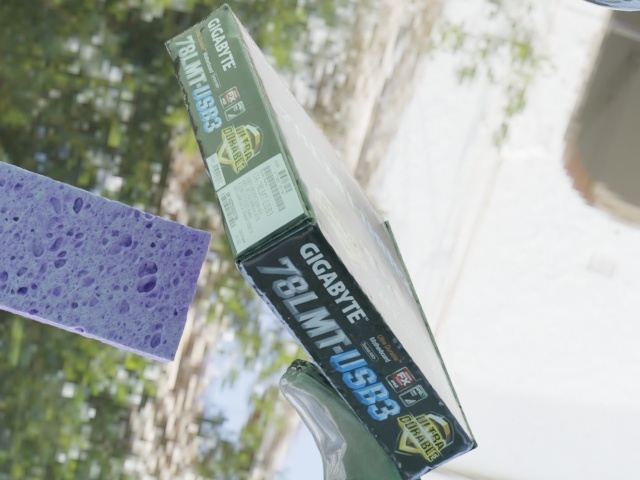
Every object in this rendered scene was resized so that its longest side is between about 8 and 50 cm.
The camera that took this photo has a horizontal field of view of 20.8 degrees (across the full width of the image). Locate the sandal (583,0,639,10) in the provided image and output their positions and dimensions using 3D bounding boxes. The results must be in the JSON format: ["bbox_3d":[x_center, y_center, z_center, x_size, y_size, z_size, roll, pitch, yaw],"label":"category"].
[{"bbox_3d":[0.132,-0.229,0.589,0.120,0.303,0.086,29,-165,37],"label":"sandal"}]

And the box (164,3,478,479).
[{"bbox_3d":[0.000,0.000,1.386,0.073,0.295,0.293,-29,-140,9],"label":"box"}]

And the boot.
[{"bbox_3d":[0.012,0.231,1.435,0.161,0.083,0.246,-40,-94,-14],"label":"boot"}]

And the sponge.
[{"bbox_3d":[-0.207,0.017,1.469,0.210,0.117,0.031,19,170,-13],"label":"sponge"}]
